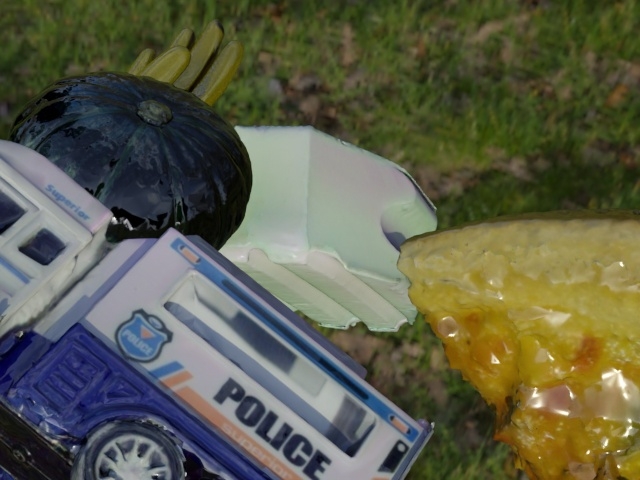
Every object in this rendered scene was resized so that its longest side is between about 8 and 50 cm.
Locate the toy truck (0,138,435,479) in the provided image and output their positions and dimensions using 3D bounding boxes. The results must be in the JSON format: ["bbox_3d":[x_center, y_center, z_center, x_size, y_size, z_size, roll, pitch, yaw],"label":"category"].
[{"bbox_3d":[-0.097,0.067,0.615,0.268,0.124,0.155,40,52,1],"label":"toy truck"}]

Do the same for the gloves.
[{"bbox_3d":[-0.191,-0.117,1.260,0.133,0.116,0.294,18,55,33],"label":"gloves"}]

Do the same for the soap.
[{"bbox_3d":[0.000,0.000,1.609,0.261,0.446,0.156,0,75,18],"label":"soap"}]

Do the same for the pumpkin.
[{"bbox_3d":[-0.148,-0.053,1.016,0.194,0.150,0.194,22,51,-31],"label":"pumpkin"}]

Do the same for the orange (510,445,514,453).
[{"bbox_3d":[0.267,0.190,1.363,0.124,0.156,0.156,-5,50,-33],"label":"orange"}]

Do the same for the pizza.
[{"bbox_3d":[0.200,0.074,0.611,0.268,0.258,0.087,60,25,-13],"label":"pizza"}]
